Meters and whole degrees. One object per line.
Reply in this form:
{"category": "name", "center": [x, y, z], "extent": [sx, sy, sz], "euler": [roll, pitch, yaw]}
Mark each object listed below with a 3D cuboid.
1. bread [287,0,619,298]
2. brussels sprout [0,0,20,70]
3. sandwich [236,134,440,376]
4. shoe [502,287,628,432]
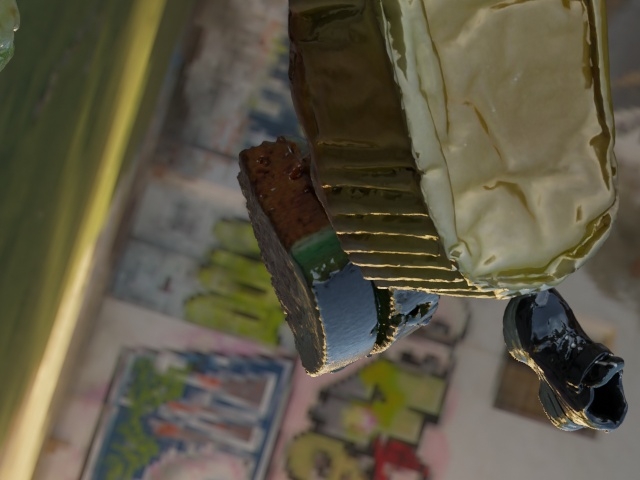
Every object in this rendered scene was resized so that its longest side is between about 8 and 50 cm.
{"category": "bread", "center": [0.072, -0.094, 1.029], "extent": [0.133, 0.179, 0.250], "euler": [-2, -75, 50]}
{"category": "brussels sprout", "center": [-0.325, -0.147, 1.394], "extent": [0.161, 0.180, 0.144], "euler": [-18, 89, -57]}
{"category": "sandwich", "center": [0.007, 0.007, 1.509], "extent": [0.109, 0.212, 0.292], "euler": [-30, -178, -12]}
{"category": "shoe", "center": [0.230, 0.108, 1.616], "extent": [0.071, 0.169, 0.099], "euler": [-40, -151, -21]}
